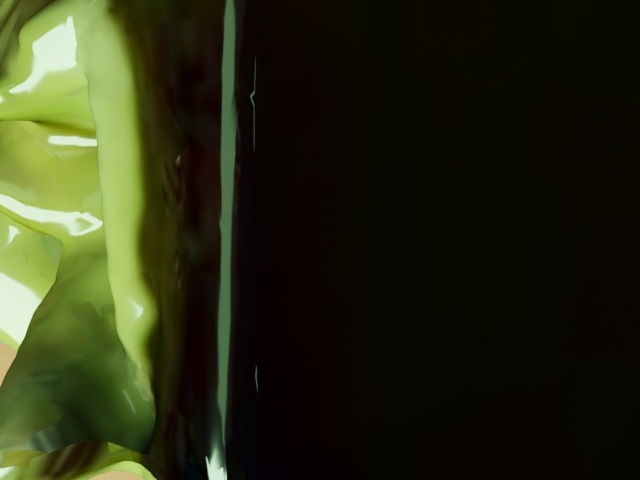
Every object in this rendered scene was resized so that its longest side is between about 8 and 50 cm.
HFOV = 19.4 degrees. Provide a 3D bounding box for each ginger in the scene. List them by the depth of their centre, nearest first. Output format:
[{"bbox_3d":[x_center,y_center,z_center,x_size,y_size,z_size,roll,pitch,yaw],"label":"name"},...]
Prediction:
[{"bbox_3d":[0.000,0.000,0.642,0.211,0.358,0.413,0,84,39],"label":"ginger"}]
